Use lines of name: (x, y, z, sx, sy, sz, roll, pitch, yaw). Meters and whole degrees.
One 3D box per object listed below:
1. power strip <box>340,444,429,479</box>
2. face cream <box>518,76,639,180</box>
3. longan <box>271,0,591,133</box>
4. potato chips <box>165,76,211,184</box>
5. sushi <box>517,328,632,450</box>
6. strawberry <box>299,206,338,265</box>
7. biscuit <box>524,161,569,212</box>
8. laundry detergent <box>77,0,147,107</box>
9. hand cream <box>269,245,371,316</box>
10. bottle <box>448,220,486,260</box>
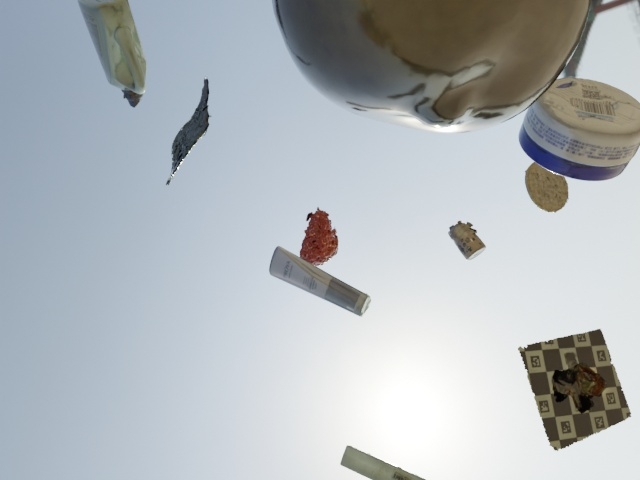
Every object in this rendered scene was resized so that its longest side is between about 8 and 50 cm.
power strip: (0.202, 0.453, 0.936, 0.106, 0.367, 0.043, 43, -117, -48)
face cream: (0.486, -0.213, 0.976, 0.206, 0.206, 0.111, -41, -31, -36)
longan: (0.118, -0.275, 0.586, 0.361, 0.361, 0.361, 5, -97, -41)
potato chips: (-0.217, -0.183, 0.881, 0.026, 0.142, 0.209, 27, -100, -30)
sushi: (0.476, 0.276, 1.006, 0.210, 0.040, 0.192, -9, -103, -21)
strawberry: (0.000, 0.000, 1.568, 0.121, 0.082, 0.188, -32, -40, -39)
biscuit: (0.613, -0.147, 1.424, 0.152, 0.020, 0.152, 5, -104, -22)
laundry detergent: (-0.494, -0.461, 1.306, 0.105, 0.215, 0.280, -27, -49, -24)
hand cream: (-0.007, 0.092, 1.184, 0.048, 0.255, 0.079, -22, -48, -62)
bottle: (0.550, -0.009, 1.996, 0.099, 0.099, 0.152, -10, -121, -42)
